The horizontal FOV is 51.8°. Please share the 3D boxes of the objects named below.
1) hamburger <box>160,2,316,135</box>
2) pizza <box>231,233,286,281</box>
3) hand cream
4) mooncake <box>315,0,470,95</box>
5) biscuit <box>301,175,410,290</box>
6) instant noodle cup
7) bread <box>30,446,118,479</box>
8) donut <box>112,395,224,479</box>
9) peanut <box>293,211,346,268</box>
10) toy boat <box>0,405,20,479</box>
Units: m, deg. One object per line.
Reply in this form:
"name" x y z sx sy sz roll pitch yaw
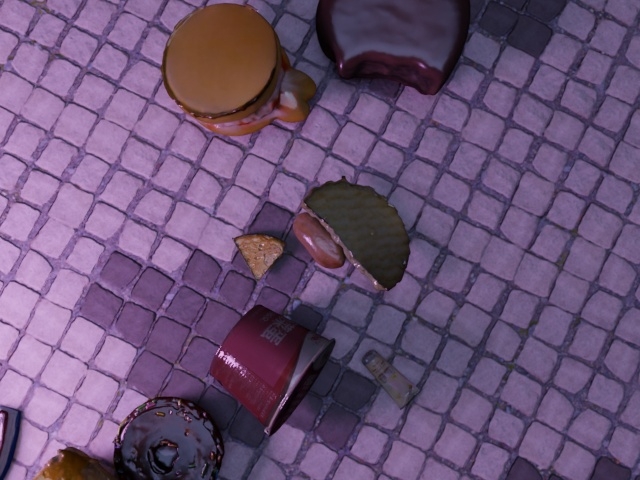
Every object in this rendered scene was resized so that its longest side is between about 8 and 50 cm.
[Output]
"hamburger" -0.168 -0.353 1.415 0.303 0.186 0.260 5 80 19
"pizza" -0.140 0.038 1.462 0.123 0.026 0.108 6 79 0
"hand cream" 0.148 0.300 1.437 0.143 0.039 0.061 45 83 -1
"mooncake" 0.167 -0.460 1.445 0.326 0.174 0.333 -24 88 0
"biscuit" 0.100 -0.029 1.436 0.187 0.036 0.273 -38 86 -33
"instant noodle cup" -0.103 0.253 1.351 0.178 0.235 0.234 33 85 11
"bread" -0.417 0.576 1.288 0.375 0.236 0.165 46 54 3
"donut" -0.317 0.442 1.388 0.235 0.089 0.235 0 84 -2
"peanut" 0.000 0.000 1.445 0.076 0.076 0.152 -41 80 -4
"toy boat" -0.703 0.471 1.404 0.080 0.046 0.228 17 82 -2
